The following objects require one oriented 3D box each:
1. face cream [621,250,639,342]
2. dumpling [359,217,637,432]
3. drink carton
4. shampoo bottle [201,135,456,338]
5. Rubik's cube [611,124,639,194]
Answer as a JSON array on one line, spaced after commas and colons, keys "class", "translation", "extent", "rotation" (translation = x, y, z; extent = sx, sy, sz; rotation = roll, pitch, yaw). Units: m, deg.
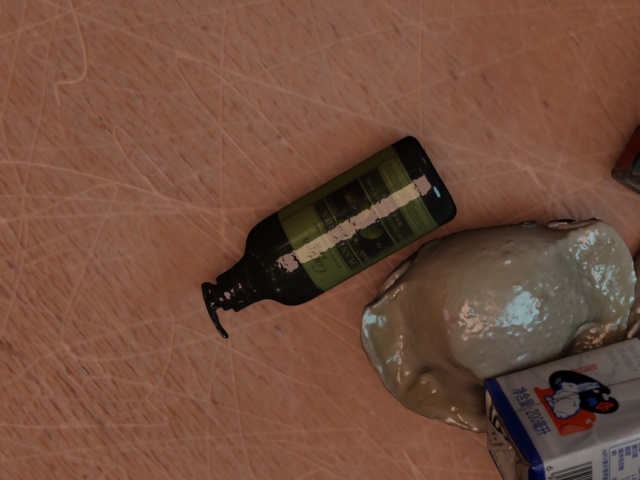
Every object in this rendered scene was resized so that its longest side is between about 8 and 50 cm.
[{"class": "face cream", "translation": [0.348, 0.099, 1.274], "extent": [0.137, 0.084, 0.341], "rotation": [35, 92, -6]}, {"class": "dumpling", "translation": [0.190, 0.095, 1.223], "extent": [0.243, 0.175, 0.227], "rotation": [-14, 101, 34]}, {"class": "drink carton", "translation": [0.328, 0.168, 1.158], "extent": [0.315, 0.130, 0.106], "rotation": [-15, 128, -6]}, {"class": "shampoo bottle", "translation": [0.000, 0.000, 1.251], "extent": [0.284, 0.101, 0.101], "rotation": [-30, 98, 8]}, {"class": "Rubik's cube", "translation": [0.471, -0.102, 1.125], "extent": [0.259, 0.256, 0.253], "rotation": [27, 94, -4]}]
